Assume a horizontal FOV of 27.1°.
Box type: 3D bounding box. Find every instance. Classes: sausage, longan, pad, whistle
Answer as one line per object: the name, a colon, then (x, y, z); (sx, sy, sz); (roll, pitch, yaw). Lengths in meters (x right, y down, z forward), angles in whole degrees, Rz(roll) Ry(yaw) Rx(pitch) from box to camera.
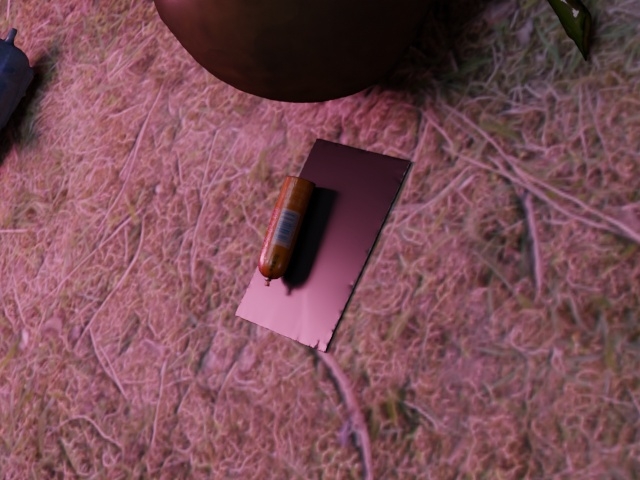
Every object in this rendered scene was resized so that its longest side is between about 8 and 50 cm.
sausage: (-0.035, -0.008, 1.239); (0.031, 0.031, 0.107); (8, 74, 43)
longan: (-0.015, -0.272, 1.193); (0.297, 0.297, 0.297); (-19, 57, 33)
pad: (0.000, 0.000, 1.229); (0.127, 0.004, 0.190); (19, 83, 45)
whistle: (-0.436, -0.140, 1.619); (0.269, 0.093, 0.180); (-59, 21, 1)

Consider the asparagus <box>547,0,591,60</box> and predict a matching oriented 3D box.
asparagus: (0.166, -0.254, 1.114); (0.027, 0.034, 0.236); (-36, 86, 24)
